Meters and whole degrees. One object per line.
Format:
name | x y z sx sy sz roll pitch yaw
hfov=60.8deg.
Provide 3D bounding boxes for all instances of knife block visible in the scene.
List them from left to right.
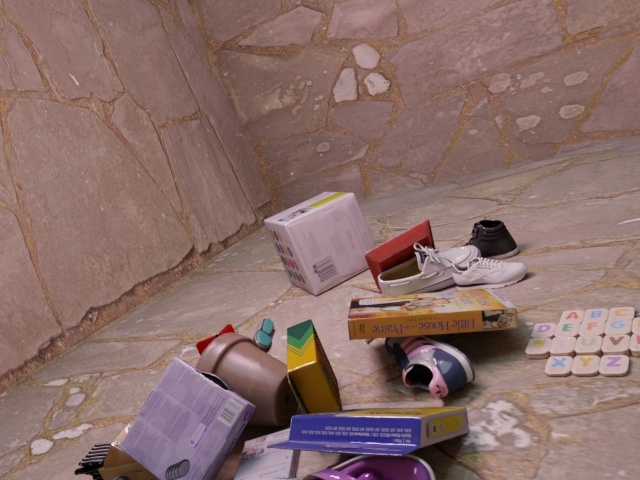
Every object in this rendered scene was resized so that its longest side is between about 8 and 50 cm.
knife block | -0.502 0.620 1.443 0.276 0.242 0.088 26 25 3

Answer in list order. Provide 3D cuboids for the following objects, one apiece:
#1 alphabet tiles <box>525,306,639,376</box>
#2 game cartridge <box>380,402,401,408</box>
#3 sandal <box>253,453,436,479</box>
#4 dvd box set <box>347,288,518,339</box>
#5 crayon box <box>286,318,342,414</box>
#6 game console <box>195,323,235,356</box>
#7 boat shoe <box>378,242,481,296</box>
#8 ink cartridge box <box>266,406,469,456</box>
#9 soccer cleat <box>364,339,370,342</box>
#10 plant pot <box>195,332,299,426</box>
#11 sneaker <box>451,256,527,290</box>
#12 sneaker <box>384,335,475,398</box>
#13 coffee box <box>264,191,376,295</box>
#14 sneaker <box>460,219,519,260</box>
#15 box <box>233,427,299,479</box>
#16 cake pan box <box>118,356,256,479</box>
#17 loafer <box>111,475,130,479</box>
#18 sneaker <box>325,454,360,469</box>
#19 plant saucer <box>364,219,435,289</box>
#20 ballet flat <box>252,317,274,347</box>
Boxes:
alphabet tiles | 0.635 0.229 1.279 0.284 0.021 0.278 -11 17 38
game cartridge | 0.166 0.416 1.297 0.056 0.017 0.083 -33 18 -27
sandal | 0.004 0.484 0.971 0.416 0.102 0.169 -21 58 19
dvd box set | 0.289 0.197 1.496 0.420 0.062 0.307 -5 4 6
crayon box | -0.015 0.359 1.403 0.081 0.202 0.318 -21 15 2
game console | -0.347 0.385 1.911 0.085 0.144 0.124 -13 16 27
boat shoe | 0.365 0.079 1.881 0.367 0.156 0.136 -23 33 10
ink cartridge box | 0.102 0.381 1.114 0.303 0.072 0.307 -11 -19 33
soccer cleat | 0.164 0.295 1.725 0.035 0.029 0.083 -17 10 35
plant pot | -0.182 0.397 1.477 0.229 0.263 0.263 7 27 29
sneaker | 0.541 0.098 1.758 0.235 0.095 0.090 -14 15 25
sneaker | 0.237 0.309 1.390 0.131 0.112 0.319 -25 13 -24
coffee box | 0.000 0.000 2.426 0.338 0.337 0.334 -27 15 -17
sneaker | 0.547 0.009 1.969 0.296 0.147 0.104 -17 17 24
box | -0.124 0.525 1.280 0.145 0.038 0.186 -20 13 9
cake pan box | -0.322 0.448 1.323 0.246 0.070 0.267 23 75 22
loafer | -0.516 0.660 1.261 0.084 0.096 0.267 -31 16 9
sneaker | 0.094 0.466 1.078 0.236 0.095 0.104 -19 7 15
plant saucer | 0.306 0.071 1.966 0.259 0.258 0.048 -29 52 -2
ballet flat | -0.216 0.358 2.015 0.068 0.072 0.213 -47 8 14
